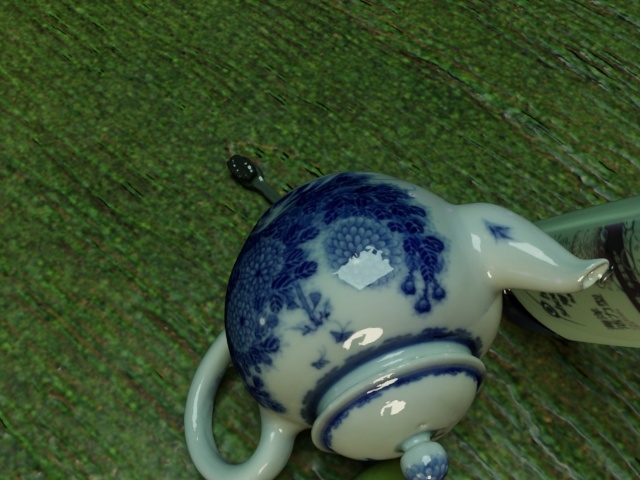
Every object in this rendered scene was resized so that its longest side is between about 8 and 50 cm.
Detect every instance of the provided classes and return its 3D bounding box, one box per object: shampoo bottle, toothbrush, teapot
[{"bbox_3d":[0.265,0.033,0.825,0.078,0.359,0.134,-31,93,-19],"label":"shampoo bottle"},{"bbox_3d":[0.000,0.000,1.026,0.297,0.030,0.030,43,92,22],"label":"toothbrush"},{"bbox_3d":[0.047,0.089,0.835,0.424,0.252,0.280,-33,56,17],"label":"teapot"}]

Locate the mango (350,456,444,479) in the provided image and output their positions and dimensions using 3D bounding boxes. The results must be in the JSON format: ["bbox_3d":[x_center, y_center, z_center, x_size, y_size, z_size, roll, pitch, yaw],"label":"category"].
[{"bbox_3d":[0.058,0.275,0.812,0.130,0.092,0.195,19,54,14],"label":"mango"}]
